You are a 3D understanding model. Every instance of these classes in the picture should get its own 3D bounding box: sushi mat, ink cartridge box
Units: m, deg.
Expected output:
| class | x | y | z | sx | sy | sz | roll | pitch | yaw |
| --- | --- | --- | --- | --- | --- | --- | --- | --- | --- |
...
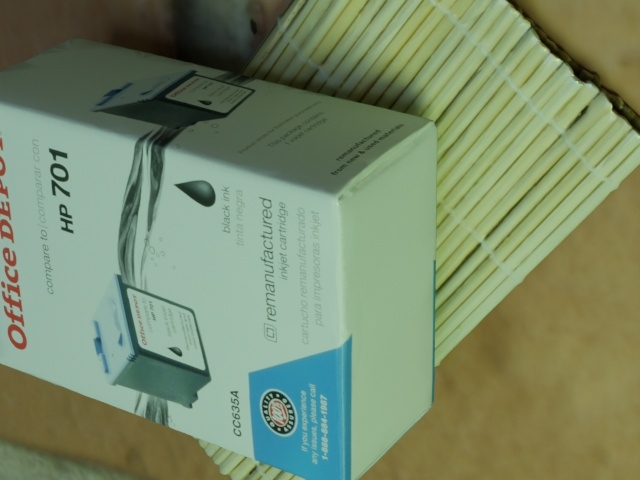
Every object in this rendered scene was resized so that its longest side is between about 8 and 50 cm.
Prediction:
| class | x | y | z | sx | sy | sz | roll | pitch | yaw |
| --- | --- | --- | --- | --- | --- | --- | --- | --- | --- |
| sushi mat | 0.000 | 0.000 | 0.693 | 0.151 | 0.019 | 0.316 | 45 | 132 | 6 |
| ink cartridge box | -0.051 | 0.005 | 0.664 | 0.191 | 0.082 | 0.139 | 15 | 123 | 28 |
